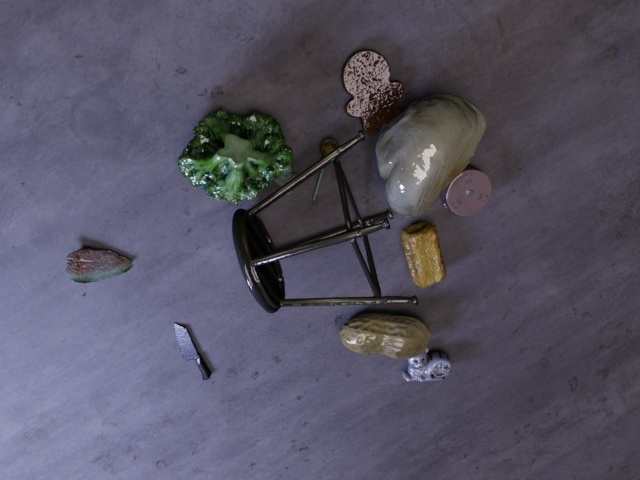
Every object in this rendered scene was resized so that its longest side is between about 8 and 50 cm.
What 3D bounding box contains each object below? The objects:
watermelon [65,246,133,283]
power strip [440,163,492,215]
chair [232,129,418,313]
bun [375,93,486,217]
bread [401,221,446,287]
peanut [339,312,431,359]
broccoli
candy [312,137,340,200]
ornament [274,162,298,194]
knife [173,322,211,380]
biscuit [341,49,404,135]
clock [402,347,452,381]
[{"bbox_3d":[-0.633,0.072,1.763,0.180,0.081,0.094,9,96,-33],"label":"watermelon"},{"bbox_3d":[0.442,-0.154,1.896,0.154,0.078,0.154,-5,115,-12],"label":"power strip"},{"bbox_3d":[0.000,0.000,1.706,0.410,0.361,0.364,-18,138,9],"label":"chair"},{"bbox_3d":[0.280,-0.245,1.712,0.219,0.365,0.365,36,106,20],"label":"bun"},{"bbox_3d":[0.326,0.044,1.955,0.114,0.083,0.210,-20,116,-9],"label":"bread"},{"bbox_3d":[0.214,0.314,2.018,0.313,0.152,0.152,10,111,-14],"label":"peanut"},{"bbox_3d":[-0.227,-0.225,1.630,0.295,0.245,0.265,-17,94,-18],"label":"broccoli"},{"bbox_3d":[0.008,-0.203,1.797,0.061,0.060,0.200,10,120,-17],"label":"candy"},{"bbox_3d":[-0.097,-0.181,1.785,0.069,0.041,0.092,-28,126,7],"label":"ornament"},{"bbox_3d":[-0.415,0.353,1.961,0.060,0.028,0.230,-16,115,8],"label":"knife"},{"bbox_3d":[0.145,-0.418,1.734,0.180,0.039,0.236,-22,116,0],"label":"biscuit"},{"bbox_3d":[0.373,0.418,2.133,0.176,0.080,0.117,-3,113,-10],"label":"clock"}]
